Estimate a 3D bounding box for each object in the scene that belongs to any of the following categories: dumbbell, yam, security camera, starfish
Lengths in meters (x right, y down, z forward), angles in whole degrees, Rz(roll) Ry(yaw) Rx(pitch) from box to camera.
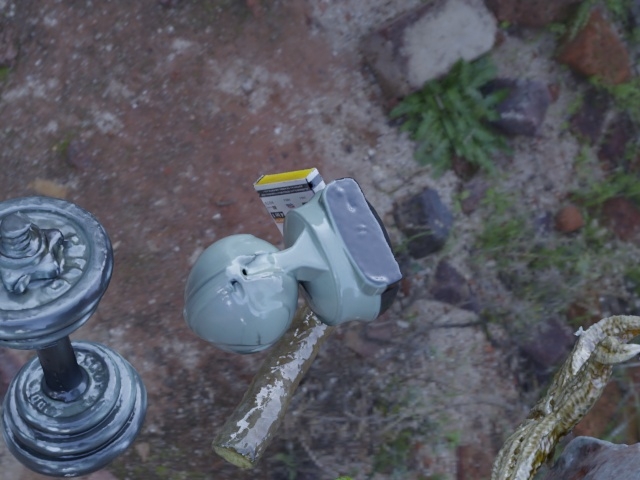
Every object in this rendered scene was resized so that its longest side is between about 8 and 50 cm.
[{"bbox_3d":[-0.297,0.115,1.144,0.179,0.406,0.179,0,49,0],"label":"dumbbell"},{"bbox_3d":[-0.058,0.214,1.668,0.081,0.081,0.356,45,53,-15],"label":"yam"},{"bbox_3d":[-0.052,0.055,1.405,0.277,0.191,0.197,-21,75,-21],"label":"security camera"},{"bbox_3d":[0.191,0.160,0.848,0.062,0.277,0.236,34,65,11],"label":"starfish"}]

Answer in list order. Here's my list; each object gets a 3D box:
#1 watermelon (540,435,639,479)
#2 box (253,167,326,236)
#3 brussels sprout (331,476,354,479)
[{"bbox_3d":[0.258,0.280,0.874,0.228,0.387,0.258,9,35,-13],"label":"watermelon"},{"bbox_3d":[0.000,0.000,1.618,0.033,0.129,0.247,-46,116,-35],"label":"box"},{"bbox_3d":[0.025,0.265,0.998,0.051,0.046,0.083,-46,141,-26],"label":"brussels sprout"}]
